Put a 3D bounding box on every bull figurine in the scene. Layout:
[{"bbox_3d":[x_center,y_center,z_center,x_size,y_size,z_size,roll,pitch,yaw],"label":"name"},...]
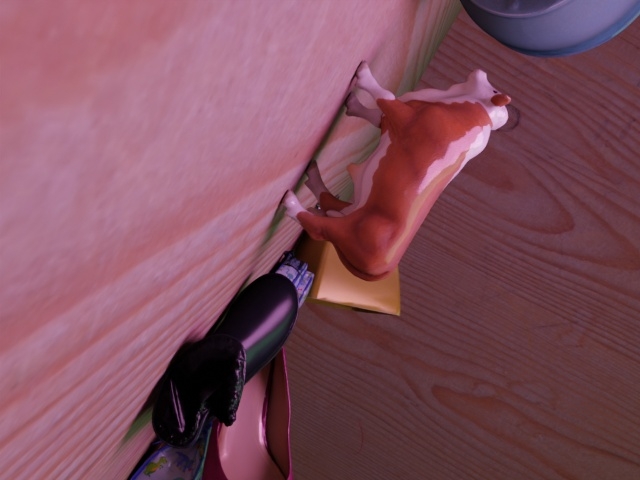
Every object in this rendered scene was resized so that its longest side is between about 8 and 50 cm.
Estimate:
[{"bbox_3d":[0.096,-0.103,0.699,0.310,0.188,0.101,-59,178,2],"label":"bull figurine"}]

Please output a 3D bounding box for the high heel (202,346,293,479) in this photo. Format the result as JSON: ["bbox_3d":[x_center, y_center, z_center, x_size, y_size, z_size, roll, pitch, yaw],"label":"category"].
[{"bbox_3d":[-0.092,0.247,0.774,0.377,0.127,0.181,-113,-145,-50],"label":"high heel"}]

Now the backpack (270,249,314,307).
[{"bbox_3d":[-0.067,0.094,1.069,0.105,0.084,0.114,-63,173,29],"label":"backpack"}]

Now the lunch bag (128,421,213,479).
[{"bbox_3d":[-0.220,0.344,0.858,0.151,0.096,0.129,-49,175,-13],"label":"lunch bag"}]

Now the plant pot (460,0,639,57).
[{"bbox_3d":[0.278,-0.364,0.685,0.255,0.272,0.271,-30,155,-54],"label":"plant pot"}]

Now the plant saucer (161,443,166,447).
[{"bbox_3d":[-0.263,0.350,1.020,0.083,0.013,0.083,-60,178,-3],"label":"plant saucer"}]

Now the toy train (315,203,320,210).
[{"bbox_3d":[-0.002,-0.068,1.216,0.083,0.017,0.023,105,6,-82],"label":"toy train"}]

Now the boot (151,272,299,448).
[{"bbox_3d":[-0.102,0.135,0.688,0.246,0.094,0.207,-52,180,-15],"label":"boot"}]

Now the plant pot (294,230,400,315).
[{"bbox_3d":[0.051,0.054,1.238,0.212,0.212,0.187,-8,-110,66],"label":"plant pot"}]

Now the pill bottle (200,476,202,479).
[{"bbox_3d":[-0.152,0.397,1.041,0.334,0.188,0.187,-93,-152,-54],"label":"pill bottle"}]

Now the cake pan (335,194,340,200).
[{"bbox_3d":[0.000,0.000,1.685,0.293,0.054,0.293,-58,177,-4],"label":"cake pan"}]
